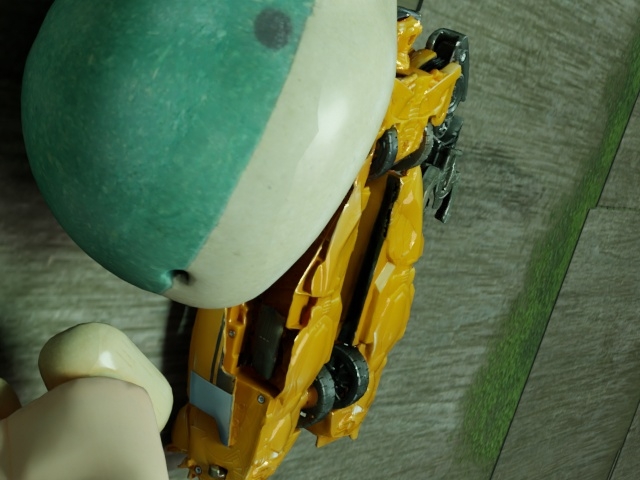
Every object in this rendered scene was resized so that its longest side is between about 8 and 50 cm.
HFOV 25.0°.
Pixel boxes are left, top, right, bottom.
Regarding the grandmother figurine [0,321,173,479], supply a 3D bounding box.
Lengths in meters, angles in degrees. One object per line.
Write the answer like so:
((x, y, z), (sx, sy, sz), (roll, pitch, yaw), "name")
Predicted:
((-0.089, 0.166, 0.534), (0.207, 0.342, 0.104), (-29, 123, 8), "grandmother figurine")

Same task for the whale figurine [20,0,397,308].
((-0.044, -0.107, 0.648), (0.216, 0.141, 0.272), (138, -29, -60), "whale figurine")

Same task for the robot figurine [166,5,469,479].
((0.000, 0.000, 0.847), (0.211, 0.085, 0.291), (-18, 127, -57), "robot figurine")
